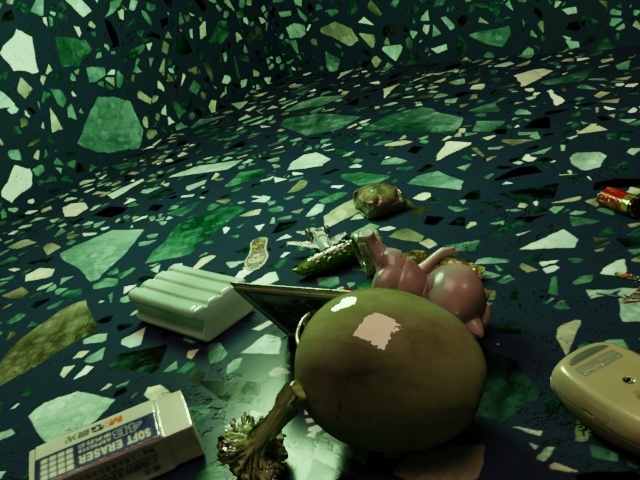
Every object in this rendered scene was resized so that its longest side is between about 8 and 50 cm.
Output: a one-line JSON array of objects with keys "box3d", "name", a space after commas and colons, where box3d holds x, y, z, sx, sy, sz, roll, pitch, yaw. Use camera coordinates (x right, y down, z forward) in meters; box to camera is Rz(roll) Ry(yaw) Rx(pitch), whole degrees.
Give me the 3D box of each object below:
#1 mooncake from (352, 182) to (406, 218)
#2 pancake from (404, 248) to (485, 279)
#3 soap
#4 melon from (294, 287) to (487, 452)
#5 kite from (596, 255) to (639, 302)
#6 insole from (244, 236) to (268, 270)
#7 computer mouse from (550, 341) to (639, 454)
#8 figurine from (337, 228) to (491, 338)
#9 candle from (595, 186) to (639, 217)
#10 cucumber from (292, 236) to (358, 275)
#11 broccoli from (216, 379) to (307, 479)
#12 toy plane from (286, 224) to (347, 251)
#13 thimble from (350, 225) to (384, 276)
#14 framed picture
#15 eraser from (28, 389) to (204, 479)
[{"box3d": [0.163, -0.116, 2.040, 0.125, 0.073, 0.130, -20, 26, -14], "name": "mooncake"}, {"box3d": [0.232, 0.097, 1.585, 0.245, 0.057, 0.266, -3, 29, 6], "name": "pancake"}, {"box3d": [-0.304, 0.141, 1.734, 0.266, 0.087, 0.160, 8, 33, 43], "name": "soap"}, {"box3d": [0.101, 0.199, 1.165, 0.308, 0.271, 0.271, -14, 23, 18], "name": "melon"}, {"box3d": [0.633, 0.076, 1.415, 0.183, 0.010, 0.160, -31, 28, -31], "name": "kite"}, {"box3d": [-0.168, 0.034, 1.990, 0.065, 0.004, 0.197, -12, 24, 7], "name": "insole"}, {"box3d": [0.452, 0.234, 1.089, 0.145, 0.081, 0.236, -24, 26, -19], "name": "computer mouse"}, {"box3d": [0.178, 0.101, 1.411, 0.288, 0.186, 0.176, 19, 45, -5], "name": "figurine"}, {"box3d": [0.682, -0.091, 1.704, 0.052, 0.051, 0.131, -22, 24, -14], "name": "candle"}, {"box3d": [0.041, 0.037, 1.791, 0.228, 0.069, 0.069, -21, 24, -4], "name": "cucumber"}, {"box3d": [-0.078, 0.294, 1.157, 0.118, 0.204, 0.122, 37, 33, 3], "name": "broccoli"}, {"box3d": [0.000, 0.000, 1.898, 0.162, 0.065, 0.171, -10, 17, -17], "name": "toy plane"}, {"box3d": [0.116, 0.025, 1.720, 0.062, 0.109, 0.084, -23, 1, -8], "name": "thimble"}, {"box3d": [-0.001, 0.148, 1.411, 0.296, 0.232, 0.019, 1, 60, 34], "name": "framed picture"}, {"box3d": [-0.351, 0.364, 1.281, 0.279, 0.081, 0.124, -21, 25, -13], "name": "eraser"}]
